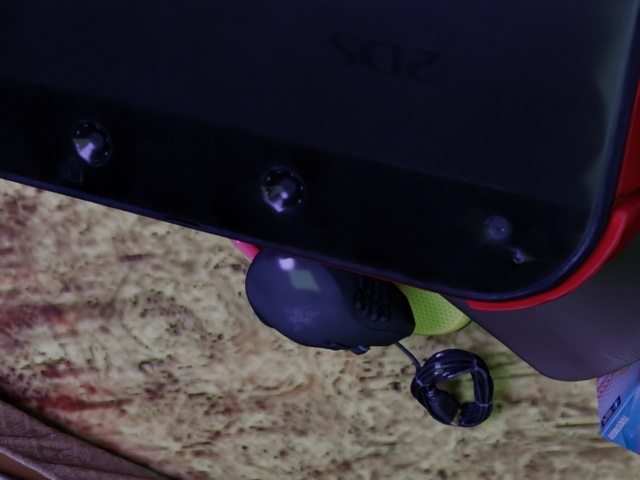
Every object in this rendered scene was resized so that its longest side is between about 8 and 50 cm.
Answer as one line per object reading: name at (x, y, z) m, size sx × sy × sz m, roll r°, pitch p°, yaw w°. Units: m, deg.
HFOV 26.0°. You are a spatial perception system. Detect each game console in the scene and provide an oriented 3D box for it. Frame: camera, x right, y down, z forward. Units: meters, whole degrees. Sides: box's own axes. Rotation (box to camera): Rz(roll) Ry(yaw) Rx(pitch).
game console at (-0.037, -0.159, 0.563) m, size 0.386 × 0.060 × 0.342 m, roll 14°, pitch 116°, yaw 19°

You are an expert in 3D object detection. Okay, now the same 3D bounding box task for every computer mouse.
computer mouse at (0.036, 0.066, 0.779) m, size 0.071 × 0.041 × 0.242 m, roll -21°, pitch 143°, yaw 25°

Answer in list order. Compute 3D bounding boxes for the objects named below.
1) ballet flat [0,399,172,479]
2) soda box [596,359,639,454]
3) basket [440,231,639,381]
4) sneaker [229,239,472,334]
ballet flat at (-0.233, 0.157, 0.877) m, size 0.342 × 0.124 × 0.116 m, roll 29°, pitch 118°, yaw -8°
soda box at (0.229, 0.043, 0.788) m, size 0.058 × 0.063 × 0.183 m, roll 25°, pitch 119°, yaw -6°
basket at (0.093, -0.048, 0.711) m, size 0.204 × 0.154 × 0.227 m, roll -34°, pitch 114°, yaw 27°
sneaker at (0.000, 0.000, 0.777) m, size 0.208 × 0.094 × 0.081 m, roll 32°, pitch 116°, yaw -12°
